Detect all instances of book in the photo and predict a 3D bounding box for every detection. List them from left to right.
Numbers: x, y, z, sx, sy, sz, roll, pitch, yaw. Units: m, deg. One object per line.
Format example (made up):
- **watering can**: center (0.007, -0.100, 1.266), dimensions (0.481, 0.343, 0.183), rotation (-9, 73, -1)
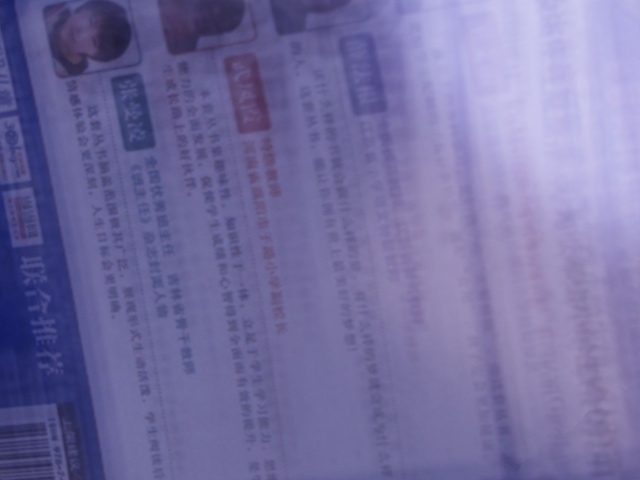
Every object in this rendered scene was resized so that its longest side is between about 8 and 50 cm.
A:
- **book**: center (0.000, 0.000, 0.568), dimensions (0.322, 0.018, 0.228), rotation (-6, 95, 23)
